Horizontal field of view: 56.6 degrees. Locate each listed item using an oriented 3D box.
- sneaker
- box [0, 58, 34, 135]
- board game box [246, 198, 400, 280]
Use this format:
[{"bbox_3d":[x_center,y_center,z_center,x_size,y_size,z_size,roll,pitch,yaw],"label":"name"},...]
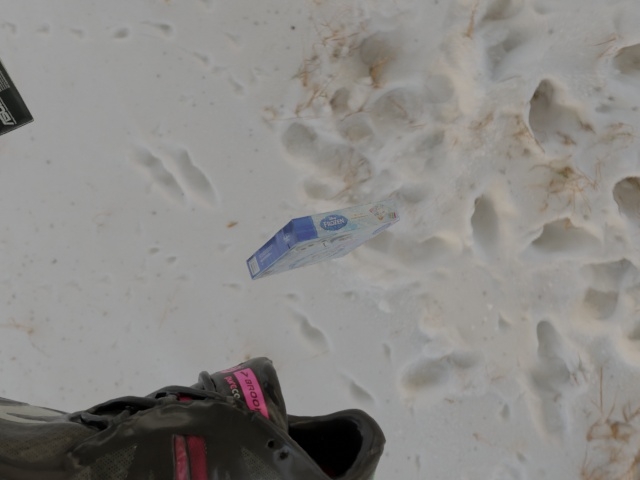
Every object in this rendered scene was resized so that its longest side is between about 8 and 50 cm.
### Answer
[{"bbox_3d":[-0.132,0.186,0.545,0.185,0.483,0.202,35,100,51],"label":"sneaker"},{"bbox_3d":[-0.312,-0.207,0.468,0.184,0.045,0.190,55,162,24],"label":"box"},{"bbox_3d":[0.000,0.000,0.455,0.090,0.090,0.020,-36,69,55],"label":"board game box"}]
